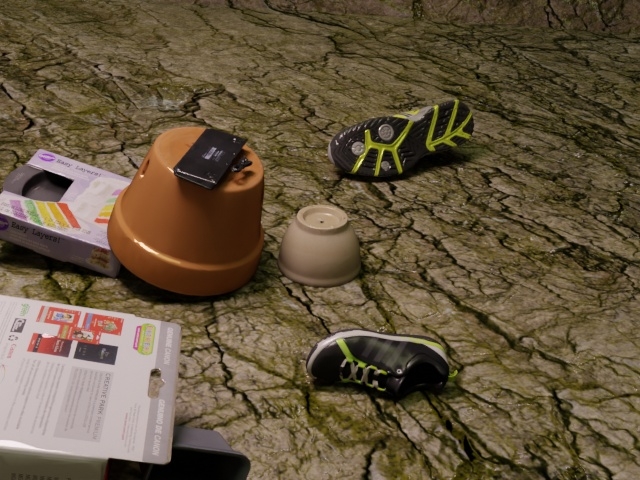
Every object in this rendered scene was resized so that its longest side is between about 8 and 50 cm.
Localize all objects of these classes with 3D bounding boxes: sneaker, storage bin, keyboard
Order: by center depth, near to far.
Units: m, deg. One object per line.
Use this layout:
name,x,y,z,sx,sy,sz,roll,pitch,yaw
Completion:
storage bin,-0.175,0.293,1.129,0.135,0.098,0.091,16,11,-28
sneaker,0.097,0.194,1.339,0.235,0.084,0.097,-2,32,-10
keyboard,-0.175,-0.138,1.492,0.108,0.023,0.180,18,34,4
sneaker,0.184,-0.233,2.075,0.385,0.145,0.147,-15,4,-25

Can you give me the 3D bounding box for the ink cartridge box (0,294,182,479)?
ink cartridge box,-0.328,0.220,1.122,0.272,0.130,0.309,9,27,-10

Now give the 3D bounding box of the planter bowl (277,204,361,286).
planter bowl,0.000,0.000,1.639,0.162,0.109,0.162,2,30,-1

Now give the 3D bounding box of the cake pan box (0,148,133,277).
cake pan box,-0.474,-0.060,1.657,0.267,0.070,0.245,19,31,-3

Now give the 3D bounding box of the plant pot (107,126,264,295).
plant pot,-0.225,-0.069,1.569,0.291,0.203,0.291,15,35,-11

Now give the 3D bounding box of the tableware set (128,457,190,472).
tableware set,-0.271,0.307,1.163,0.141,0.020,0.169,24,32,22
